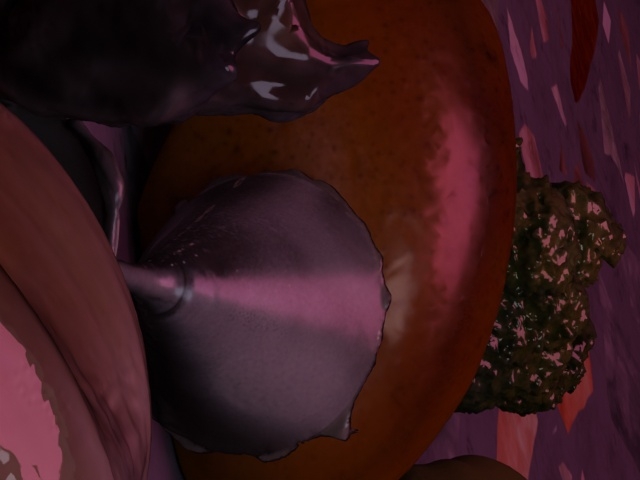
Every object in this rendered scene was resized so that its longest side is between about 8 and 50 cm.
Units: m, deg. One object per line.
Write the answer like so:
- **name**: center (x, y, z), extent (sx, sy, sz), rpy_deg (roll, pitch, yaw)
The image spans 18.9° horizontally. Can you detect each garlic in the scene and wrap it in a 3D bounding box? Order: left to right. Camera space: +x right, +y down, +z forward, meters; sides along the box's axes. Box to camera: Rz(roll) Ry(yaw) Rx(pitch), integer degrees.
- **garlic**: center (-0.111, 0.050, 0.570), extent (0.217, 0.110, 0.228), rpy_deg (-73, 148, -60)

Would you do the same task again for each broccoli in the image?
- **broccoli**: center (0.147, 0.012, 1.448), extent (0.302, 0.186, 0.254), rpy_deg (-33, 104, -64)

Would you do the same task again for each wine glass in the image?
- **wine glass**: center (-0.082, 0.017, 0.861), extent (0.232, 0.156, 0.156), rpy_deg (21, 59, -62)

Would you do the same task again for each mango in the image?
- **mango**: center (0.000, 0.000, 1.062), extent (0.201, 0.199, 0.350), rpy_deg (18, 73, -37)

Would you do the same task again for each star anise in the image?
- **star anise**: center (-0.111, -0.124, 0.781), extent (0.359, 0.139, 0.316), rpy_deg (17, 29, -47)

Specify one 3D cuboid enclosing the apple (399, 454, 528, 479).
- **apple**: center (0.080, 0.231, 1.142), extent (0.200, 0.200, 0.200), rpy_deg (-11, 90, -71)
